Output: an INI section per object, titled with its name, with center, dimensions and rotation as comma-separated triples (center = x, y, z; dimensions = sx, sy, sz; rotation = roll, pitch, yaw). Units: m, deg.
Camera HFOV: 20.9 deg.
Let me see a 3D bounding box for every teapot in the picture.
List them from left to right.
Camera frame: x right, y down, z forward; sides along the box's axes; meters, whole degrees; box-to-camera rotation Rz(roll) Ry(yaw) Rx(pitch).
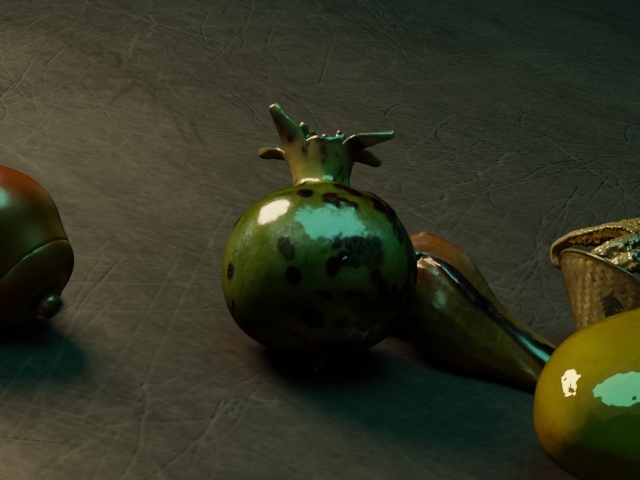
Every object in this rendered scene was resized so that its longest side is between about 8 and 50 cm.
[teapot]
center = -0.217, 0.014, 1.194
dimensions = 0.116, 0.116, 0.173
rotation = 15, -7, 12

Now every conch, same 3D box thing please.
[conch]
center = 0.095, 0.044, 1.294
dimensions = 0.086, 0.080, 0.233
rotation = -19, 35, -40

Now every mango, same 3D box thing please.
[mango]
center = 0.288, 0.102, 1.148
dimensions = 0.332, 0.142, 0.195
rotation = 3, 16, -13

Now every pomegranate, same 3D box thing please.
[pomegranate]
center = 0.001, 0.005, 1.241
dimensions = 0.148, 0.148, 0.169
rotation = 11, 56, 0

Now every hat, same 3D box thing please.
[hat]
center = 0.219, 0.078, 1.307
dimensions = 0.146, 0.067, 0.146
rotation = 38, -11, 9

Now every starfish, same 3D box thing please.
[starfish]
center = 0.291, 0.021, 1.485
dimensions = 0.190, 0.074, 0.146
rotation = 24, 29, 37
